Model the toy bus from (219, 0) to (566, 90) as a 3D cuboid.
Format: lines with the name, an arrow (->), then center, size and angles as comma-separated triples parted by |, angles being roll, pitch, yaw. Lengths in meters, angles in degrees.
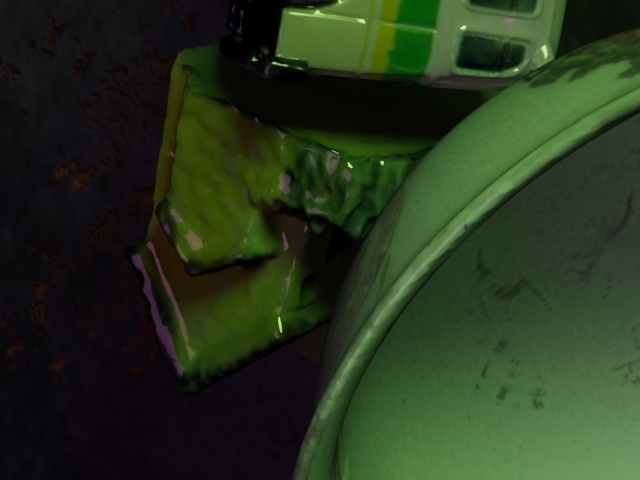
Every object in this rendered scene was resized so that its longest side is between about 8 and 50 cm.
toy bus -> 0.052, -0.229, 0.829 | 0.179, 0.143, 0.305 | 6, 99, -13

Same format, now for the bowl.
bowl -> 0.162, 0.039, 0.815 | 0.435, 0.434, 0.196 | -66, 30, 30

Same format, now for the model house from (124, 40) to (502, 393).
model house -> 0.000, 0.000, 0.956 | 0.170, 0.194, 0.211 | 26, 118, 23
